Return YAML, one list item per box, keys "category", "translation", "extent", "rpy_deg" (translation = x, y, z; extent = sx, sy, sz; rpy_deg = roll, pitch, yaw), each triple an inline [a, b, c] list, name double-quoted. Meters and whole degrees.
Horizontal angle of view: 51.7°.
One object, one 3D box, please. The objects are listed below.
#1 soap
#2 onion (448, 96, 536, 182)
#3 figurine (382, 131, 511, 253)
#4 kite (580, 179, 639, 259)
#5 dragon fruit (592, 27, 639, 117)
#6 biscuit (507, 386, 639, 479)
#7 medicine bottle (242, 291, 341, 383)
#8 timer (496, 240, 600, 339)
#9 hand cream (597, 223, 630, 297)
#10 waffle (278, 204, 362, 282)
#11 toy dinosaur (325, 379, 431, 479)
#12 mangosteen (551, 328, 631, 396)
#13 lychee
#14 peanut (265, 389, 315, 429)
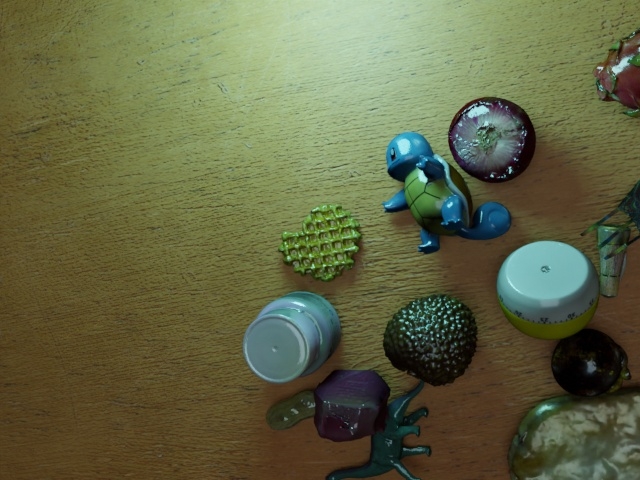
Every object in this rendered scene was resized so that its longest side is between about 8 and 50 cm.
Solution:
- category: "soap"
  translation: [0.088, 0.474, 1.906]
  extent: [0.220, 0.325, 0.127]
  rpy_deg: [-2, 98, 18]
- category: "onion"
  translation: [0.474, -0.276, 1.823]
  extent: [0.248, 0.161, 0.247]
  rpy_deg: [-1, 86, 23]
- category: "figurine"
  translation: [0.329, -0.120, 1.849]
  extent: [0.416, 0.298, 0.243]
  rpy_deg: [41, 70, 7]
- category: "kite"
  translation: [0.820, -0.052, 1.751]
  extent: [0.286, 0.015, 0.152]
  rpy_deg: [-31, 75, -14]
- category: "dragon fruit"
  translation: [0.827, -0.438, 1.682]
  extent: [0.227, 0.224, 0.224]
  rpy_deg: [-21, 88, 1]
- category: "biscuit"
  translation: [0.756, 0.638, 1.846]
  extent: [0.447, 0.104, 0.428]
  rpy_deg: [-11, 91, 14]
- category: "medicine bottle"
  translation: [-0.084, 0.286, 1.949]
  extent: [0.241, 0.302, 0.241]
  rpy_deg: [1, 95, 16]
- category: "timer"
  translation: [0.618, 0.166, 1.794]
  extent: [0.285, 0.285, 0.284]
  rpy_deg: [1, 95, 16]
- category: "hand cream"
  translation: [0.793, 0.059, 1.804]
  extent: [0.084, 0.084, 0.203]
  rpy_deg: [3, 100, 16]
- category: "waffle"
  translation: [0.000, 0.000, 2.032]
  extent: [0.249, 0.056, 0.253]
  rpy_deg: [23, 102, 12]
- category: "toy dinosaur"
  translation: [0.161, 0.596, 2.022]
  extent: [0.331, 0.129, 0.383]
  rpy_deg: [0, 93, 25]
- category: "mangosteen"
  translation: [0.743, 0.342, 1.791]
  extent: [0.217, 0.192, 0.192]
  rpy_deg: [26, 102, -9]
- category: "lychee"
  translation: [0.317, 0.274, 1.874]
  extent: [0.268, 0.267, 0.267]
  rpy_deg: [1, 95, 16]
- category: "peanut"
  translation: [-0.079, 0.531, 2.075]
  extent: [0.214, 0.099, 0.090]
  rpy_deg: [-30, 76, 14]
